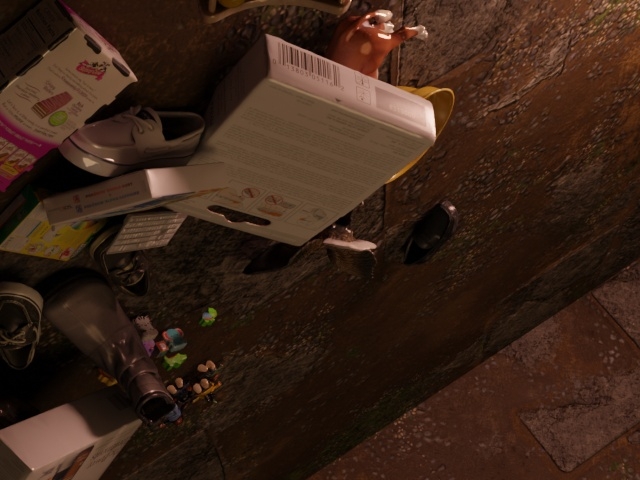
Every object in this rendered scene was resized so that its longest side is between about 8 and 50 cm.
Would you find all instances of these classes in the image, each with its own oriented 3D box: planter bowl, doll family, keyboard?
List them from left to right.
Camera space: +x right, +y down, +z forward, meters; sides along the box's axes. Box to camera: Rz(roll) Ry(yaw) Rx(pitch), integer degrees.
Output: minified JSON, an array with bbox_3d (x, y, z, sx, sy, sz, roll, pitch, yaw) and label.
[{"bbox_3d":[-0.274,-0.014,1.747,0.072,0.014,0.256,-60,170,9],"label":"keyboard"},{"bbox_3d":[-0.292,0.351,2.456,0.193,0.076,0.111,-28,160,-8],"label":"doll family"},{"bbox_3d":[0.134,-0.210,1.956,0.217,0.090,0.217,-40,159,-19],"label":"planter bowl"}]

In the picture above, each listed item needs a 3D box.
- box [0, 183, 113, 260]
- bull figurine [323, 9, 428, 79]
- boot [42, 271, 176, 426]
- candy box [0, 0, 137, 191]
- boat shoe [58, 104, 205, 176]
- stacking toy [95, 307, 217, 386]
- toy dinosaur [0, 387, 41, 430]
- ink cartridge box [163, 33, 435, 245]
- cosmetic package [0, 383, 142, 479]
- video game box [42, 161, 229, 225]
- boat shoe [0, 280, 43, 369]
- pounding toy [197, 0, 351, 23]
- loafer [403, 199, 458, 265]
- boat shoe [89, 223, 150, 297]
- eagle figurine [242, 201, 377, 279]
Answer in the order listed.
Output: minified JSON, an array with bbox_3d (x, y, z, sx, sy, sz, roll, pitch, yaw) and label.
[{"bbox_3d":[-0.399,-0.023,1.630,0.105,0.043,0.179,-44,154,14],"label":"box"},{"bbox_3d":[0.044,-0.249,1.764,0.188,0.101,0.310,-26,160,-37],"label":"bull figurine"},{"bbox_3d":[-0.349,0.195,1.880,0.118,0.222,0.338,-36,157,0],"label":"boot"},{"bbox_3d":[-0.365,-0.179,1.348,0.233,0.071,0.159,-38,157,4],"label":"candy box"},{"bbox_3d":[-0.262,-0.153,1.538,0.084,0.095,0.258,-53,163,25],"label":"boat shoe"},{"bbox_3d":[-0.322,0.205,2.166,0.221,0.052,0.167,-11,148,-49],"label":"stacking toy"},{"bbox_3d":[-0.558,0.313,1.932,0.121,0.160,0.313,-46,168,-14],"label":"toy dinosaur"},{"bbox_3d":[-0.055,-0.139,1.727,0.308,0.091,0.385,17,145,-30],"label":"ink cartridge box"},{"bbox_3d":[-0.492,0.415,1.879,0.284,0.097,0.377,-50,168,16],"label":"cosmetic package"},{"bbox_3d":[-0.264,-0.069,1.578,0.187,0.048,0.205,-10,-178,28],"label":"video game box"},{"bbox_3d":[-0.485,0.140,1.744,0.078,0.070,0.219,5,148,-4],"label":"boat shoe"},{"bbox_3d":[-0.042,-0.334,1.407,0.269,0.154,0.155,-25,154,-25],"label":"pounding toy"},{"bbox_3d":[0.255,-0.010,2.537,0.078,0.076,0.223,-31,161,-34],"label":"loafer"},{"bbox_3d":[-0.319,0.039,1.794,0.080,0.073,0.223,-38,166,-11],"label":"boat shoe"},{"bbox_3d":[0.004,-0.007,2.056,0.225,0.226,0.298,-43,162,-45],"label":"eagle figurine"}]
